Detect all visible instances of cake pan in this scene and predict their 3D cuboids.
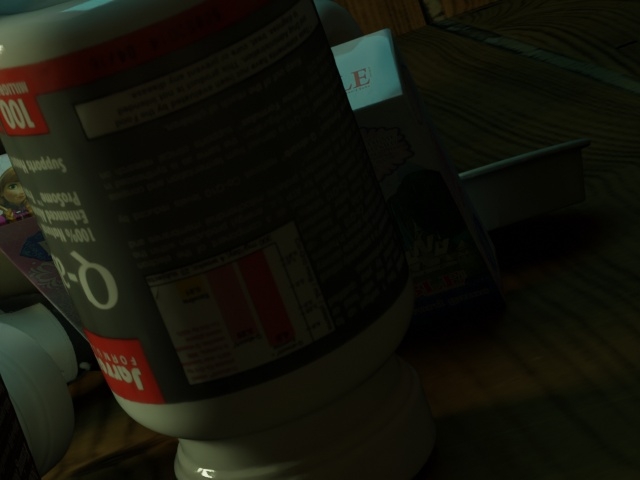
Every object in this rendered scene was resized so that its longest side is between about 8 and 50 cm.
[{"bbox_3d":[0.109,-0.022,1.597,0.293,0.054,0.293,-17,-1,0],"label":"cake pan"}]

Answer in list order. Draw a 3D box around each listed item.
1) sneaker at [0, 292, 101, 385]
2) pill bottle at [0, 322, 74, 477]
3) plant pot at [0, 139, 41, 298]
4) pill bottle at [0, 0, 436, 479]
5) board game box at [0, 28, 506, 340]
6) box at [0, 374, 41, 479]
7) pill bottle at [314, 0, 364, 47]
[{"bbox_3d":[-0.288,0.127,1.581,0.330,0.146,0.122,-1,-27,-22],"label":"sneaker"},{"bbox_3d":[-0.305,0.167,1.260,0.162,0.162,0.278,-12,14,32],"label":"pill bottle"},{"bbox_3d":[-0.386,-0.010,1.670,0.274,0.256,0.256,-25,11,7],"label":"plant pot"},{"bbox_3d":[-0.062,-0.006,1.120,0.210,0.363,0.210,-19,19,6],"label":"pill bottle"},{"bbox_3d":[-0.047,-0.001,1.362,0.318,0.318,0.066,-18,56,11],"label":"board game box"},{"bbox_3d":[-0.237,0.182,0.977,0.167,0.203,0.168,-19,12,0],"label":"box"},{"bbox_3d":[-0.139,-0.148,2.272,0.407,0.229,0.229,-14,13,25],"label":"pill bottle"}]
